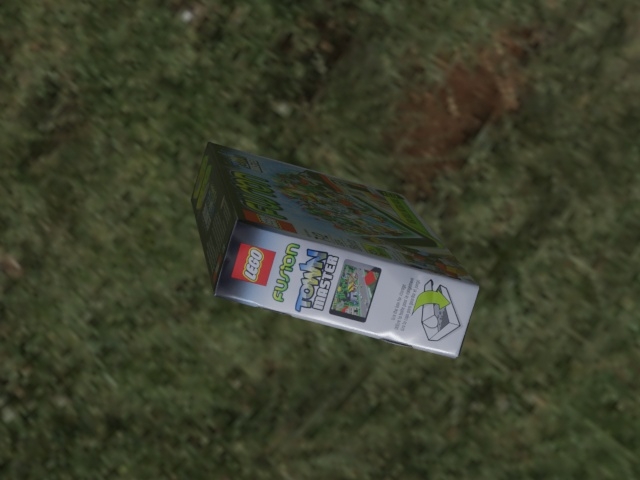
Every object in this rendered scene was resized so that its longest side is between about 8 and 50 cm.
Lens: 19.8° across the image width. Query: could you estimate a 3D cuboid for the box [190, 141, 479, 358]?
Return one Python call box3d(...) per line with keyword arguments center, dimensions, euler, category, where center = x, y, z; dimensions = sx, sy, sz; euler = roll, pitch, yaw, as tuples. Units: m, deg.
box3d(center=(0.000, 0.000, 0.889), dimensions=(0.114, 0.207, 0.036), euler=(15, 100, -11), category="box")
